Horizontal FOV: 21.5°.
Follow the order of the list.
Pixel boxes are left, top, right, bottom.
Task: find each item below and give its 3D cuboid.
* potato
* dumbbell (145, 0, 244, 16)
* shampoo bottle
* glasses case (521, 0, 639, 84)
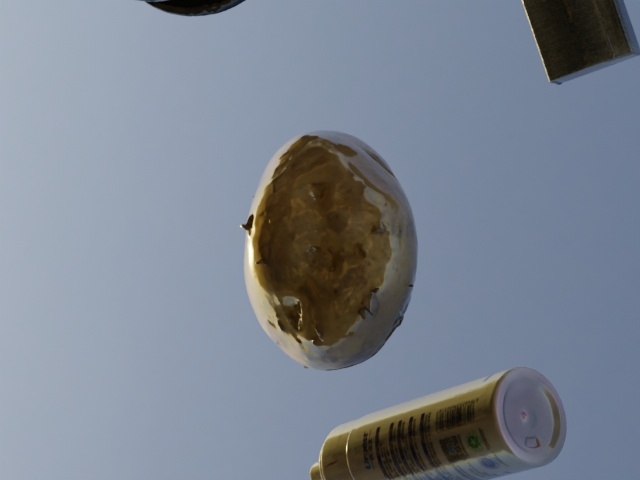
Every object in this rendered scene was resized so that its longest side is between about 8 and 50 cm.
[{"bbox_3d":[0.001,-0.004,1.218,0.161,0.128,0.234,108,-14,-45],"label":"potato"},{"bbox_3d":[-0.071,-0.162,0.829,0.099,0.208,0.099,1,-87,10],"label":"dumbbell"},{"bbox_3d":[0.093,0.194,1.575,0.303,0.092,0.092,-26,-125,49],"label":"shampoo bottle"},{"bbox_3d":[0.173,-0.224,1.270,0.071,0.047,0.205,-19,-94,21],"label":"glasses case"}]
